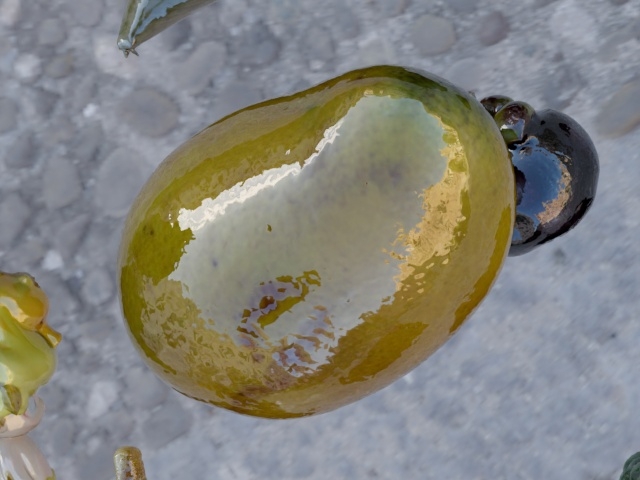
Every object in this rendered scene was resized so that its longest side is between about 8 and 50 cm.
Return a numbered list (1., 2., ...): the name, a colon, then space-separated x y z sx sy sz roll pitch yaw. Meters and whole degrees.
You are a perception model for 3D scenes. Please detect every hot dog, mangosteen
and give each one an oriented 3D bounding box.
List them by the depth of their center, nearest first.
1. mangosteen: 0.159 -0.065 1.275 0.137 0.137 0.151 -27 113 29
2. hot dog: -0.195 0.286 1.621 0.028 0.044 0.137 -6 90 45

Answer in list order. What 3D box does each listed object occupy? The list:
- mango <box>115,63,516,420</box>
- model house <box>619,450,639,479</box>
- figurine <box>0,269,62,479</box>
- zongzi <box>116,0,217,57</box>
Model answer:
1. mango: 0.000 0.000 1.188 0.264 0.221 0.378 32 135 -20
2. model house: 0.597 0.235 1.623 0.400 0.445 0.395 -69 27 23
3. figurine: -0.273 0.139 1.286 0.131 0.156 0.246 -13 104 -10
4. zongzi: 0.072 -0.315 1.321 0.500 0.218 0.467 24 90 46
